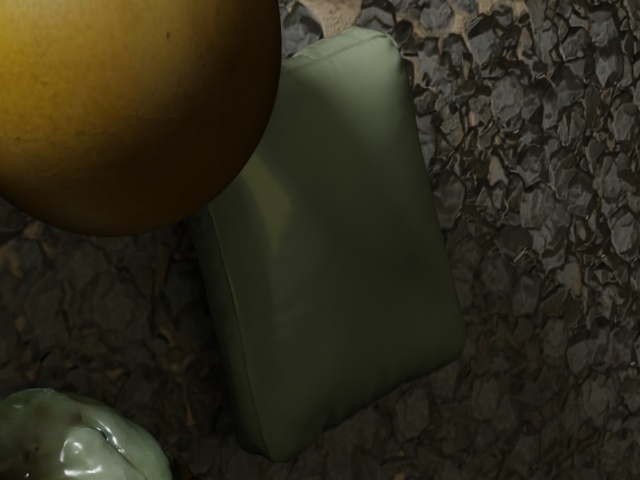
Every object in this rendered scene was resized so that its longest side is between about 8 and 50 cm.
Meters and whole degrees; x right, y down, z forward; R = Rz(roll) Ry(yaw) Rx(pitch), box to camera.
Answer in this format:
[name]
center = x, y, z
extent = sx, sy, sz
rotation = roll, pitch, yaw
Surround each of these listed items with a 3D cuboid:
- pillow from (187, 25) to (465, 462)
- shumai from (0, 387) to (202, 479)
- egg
[pillow]
center = 0.000, 0.000, 1.369
extent = 0.255, 0.120, 0.322
rotation = -28, 113, -36
[shumai]
center = -0.136, 0.272, 1.168
extent = 0.309, 0.263, 0.304
rotation = -8, 100, -41
[egg]
center = -0.154, -0.163, 1.133
extent = 0.250, 0.250, 0.322
rotation = -4, 86, -42
